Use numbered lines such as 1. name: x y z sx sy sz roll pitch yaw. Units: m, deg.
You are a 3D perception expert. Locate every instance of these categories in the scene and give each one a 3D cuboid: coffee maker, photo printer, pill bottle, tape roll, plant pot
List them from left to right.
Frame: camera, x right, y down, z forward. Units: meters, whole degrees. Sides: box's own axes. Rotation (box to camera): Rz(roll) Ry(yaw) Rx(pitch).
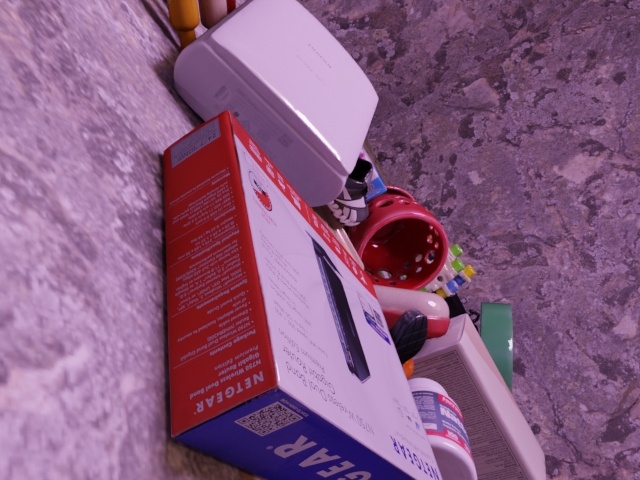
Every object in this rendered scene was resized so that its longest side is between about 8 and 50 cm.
1. photo printer: -0.038 -0.220 0.778 0.256 0.107 0.307 43 36 -16
2. plant pot: 0.141 -0.006 1.125 0.191 0.191 0.174 54 5 -29
3. pill bottle: 0.134 0.253 0.702 0.108 0.108 0.180 60 13 -8
4. coffee maker: 0.395 0.227 1.641 0.120 0.171 0.178 27 24 -27
5. tape roll: 0.448 0.322 1.418 0.321 0.077 0.321 1 90 -74

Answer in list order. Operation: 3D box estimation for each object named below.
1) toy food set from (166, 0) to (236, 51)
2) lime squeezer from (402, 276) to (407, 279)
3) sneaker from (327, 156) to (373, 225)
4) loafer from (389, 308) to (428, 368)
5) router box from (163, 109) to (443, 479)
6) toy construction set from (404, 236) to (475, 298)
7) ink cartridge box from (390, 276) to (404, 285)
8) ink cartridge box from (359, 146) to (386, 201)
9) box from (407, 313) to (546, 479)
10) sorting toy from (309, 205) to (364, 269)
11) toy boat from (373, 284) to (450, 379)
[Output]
1. toy food set: -0.184 -0.366 0.811 0.232 0.111 0.104 -120 -156 -48
2. lime squeezer: 0.218 0.082 1.518 0.110 0.059 0.310 42 22 -55
3. sneaker: 0.053 -0.090 0.937 0.234 0.106 0.078 31 36 -60
4. loafer: 0.090 0.144 0.736 0.062 0.170 0.061 -9 48 -32
5. router box: -0.012 0.087 0.540 0.335 0.082 0.301 49 18 -45
6. toy construction set: 0.226 0.001 1.328 0.328 0.151 0.215 42 20 14
7. ink cartridge box: 0.241 0.241 1.254 0.307 0.072 0.303 38 28 -56
8. ink cartridge box: 0.014 -0.153 1.036 0.231 0.134 0.078 49 17 -44
9. box: 0.264 0.307 0.975 0.311 0.148 0.121 61 26 -6
10. sorting toy: 0.000 0.000 0.895 0.193 0.038 0.208 61 17 -3
11. toy boat: 0.122 0.151 0.868 0.231 0.151 0.151 26 72 -77
